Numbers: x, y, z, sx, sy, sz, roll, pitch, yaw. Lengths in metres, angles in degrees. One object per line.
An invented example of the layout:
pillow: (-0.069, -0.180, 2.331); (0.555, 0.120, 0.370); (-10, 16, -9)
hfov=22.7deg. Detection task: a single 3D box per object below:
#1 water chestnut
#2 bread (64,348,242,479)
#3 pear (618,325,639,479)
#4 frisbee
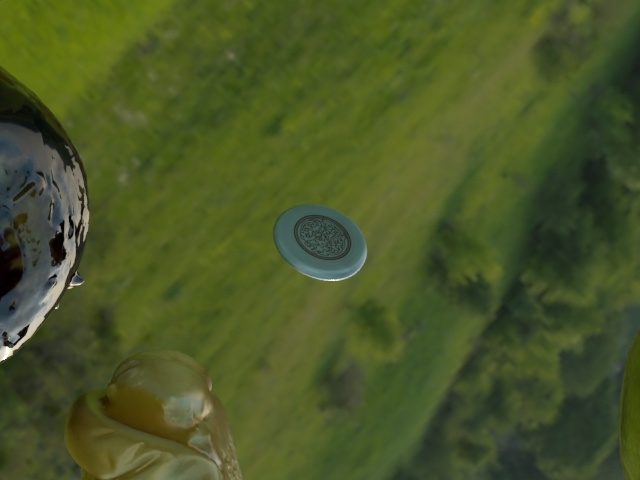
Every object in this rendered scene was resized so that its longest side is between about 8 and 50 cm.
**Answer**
water chestnut: (-0.316, -0.037, 1.205); (0.300, 0.300, 0.300); (-39, 160, -17)
bread: (-0.096, 0.226, 1.012); (0.121, 0.311, 0.173); (-11, 180, 2)
pear: (0.471, 0.149, 1.571); (0.352, 0.352, 0.413); (-28, 178, -40)
frisbee: (0.000, 0.000, 1.779); (0.110, 0.110, 0.014); (-28, 154, -40)
